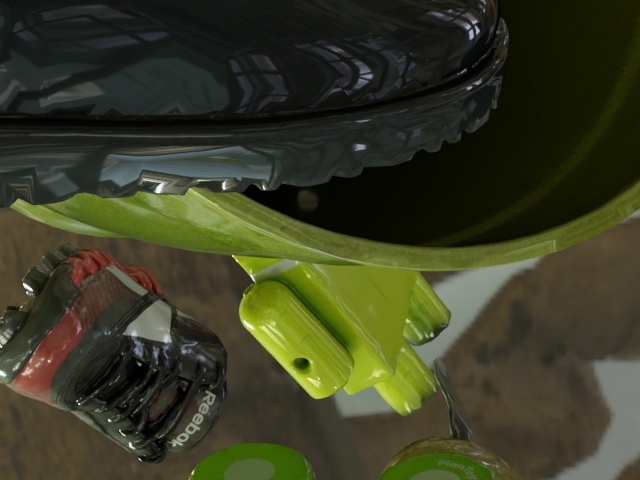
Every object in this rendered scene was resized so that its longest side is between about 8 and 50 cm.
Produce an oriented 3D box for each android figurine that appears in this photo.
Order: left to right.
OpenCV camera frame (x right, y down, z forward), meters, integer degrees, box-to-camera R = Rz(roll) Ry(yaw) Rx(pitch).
[{"bbox_3d":[0.000,0.000,1.346,0.056,0.273,0.248,-27,-152,29],"label":"android figurine"}]

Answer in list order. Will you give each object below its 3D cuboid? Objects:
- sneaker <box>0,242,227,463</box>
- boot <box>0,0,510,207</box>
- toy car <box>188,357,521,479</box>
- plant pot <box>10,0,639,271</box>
[{"bbox_3d":[-0.125,0.076,1.141,0.135,0.276,0.097,41,-88,9],"label":"sneaker"},{"bbox_3d":[-0.045,-0.118,0.420,0.246,0.207,0.094,-9,-150,-30],"label":"boot"},{"bbox_3d":[0.035,0.133,0.783,0.149,0.155,0.188,1,-155,17],"label":"toy car"},{"bbox_3d":[-0.045,-0.143,0.832,0.366,0.366,0.353,-33,-173,-28],"label":"plant pot"}]
